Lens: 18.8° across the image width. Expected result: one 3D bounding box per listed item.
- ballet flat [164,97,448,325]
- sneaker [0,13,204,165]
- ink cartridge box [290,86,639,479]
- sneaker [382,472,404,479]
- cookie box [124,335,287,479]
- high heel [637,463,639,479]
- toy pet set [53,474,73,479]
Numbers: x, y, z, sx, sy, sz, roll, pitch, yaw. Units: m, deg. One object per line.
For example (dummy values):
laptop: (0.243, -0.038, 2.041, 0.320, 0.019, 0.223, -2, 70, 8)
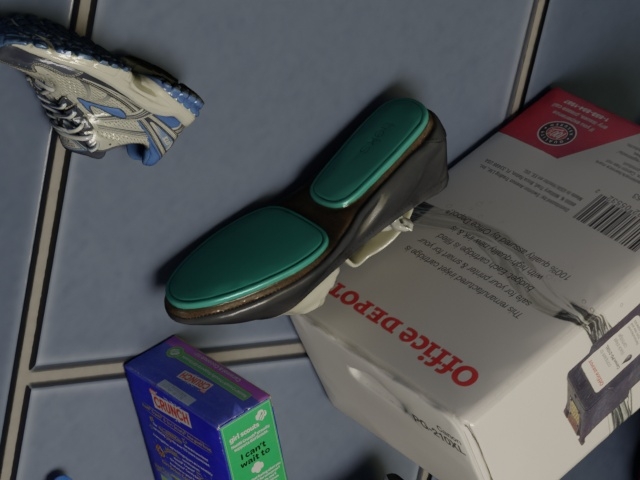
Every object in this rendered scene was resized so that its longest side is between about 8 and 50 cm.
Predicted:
ballet flat: (0.000, 0.000, 1.118, 0.203, 0.074, 0.074, -40, 132, -21)
sneaker: (-0.119, -0.071, 0.991, 0.135, 0.052, 0.058, 22, 101, -44)
ink cartridge box: (0.126, 0.033, 1.169, 0.237, 0.172, 0.100, -38, 132, -19)
sneaker: (0.020, 0.290, 1.283, 0.129, 0.111, 0.297, -16, 119, -16)
cookie box: (-0.062, 0.121, 1.111, 0.040, 0.092, 0.107, -32, 130, -28)
high heel: (0.337, 0.049, 1.442, 0.377, 0.127, 0.181, -59, 169, -9)
toy pet set: (-0.180, 0.212, 1.097, 0.122, 0.065, 0.114, -27, 92, -32)
